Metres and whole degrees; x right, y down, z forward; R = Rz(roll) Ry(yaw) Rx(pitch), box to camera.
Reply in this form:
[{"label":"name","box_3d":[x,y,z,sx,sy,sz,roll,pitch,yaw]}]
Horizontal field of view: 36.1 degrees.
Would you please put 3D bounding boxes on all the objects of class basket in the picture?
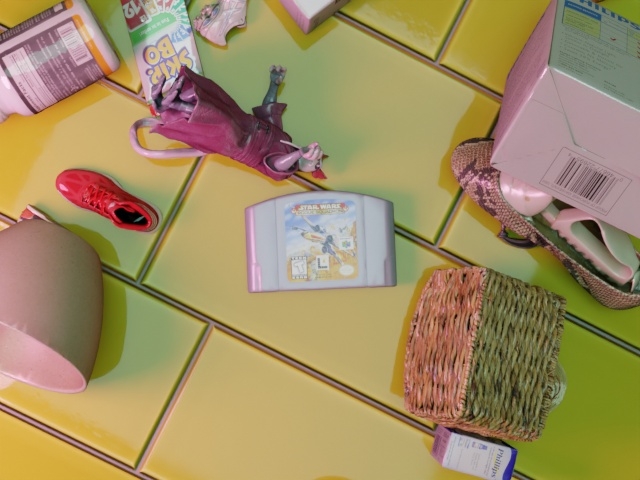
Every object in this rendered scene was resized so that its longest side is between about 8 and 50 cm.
[{"label":"basket","box_3d":[0.307,0.220,1.892,0.223,0.213,0.299,19,75,-29]}]

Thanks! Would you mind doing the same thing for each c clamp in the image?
[{"label":"c clamp","box_3d":[0.390,-0.062,1.985,0.137,0.022,0.160,-2,88,-8]}]

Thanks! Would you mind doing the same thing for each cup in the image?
[{"label":"cup","box_3d":[-0.532,0.102,1.811,0.331,0.331,0.237,24,63,-2]}]

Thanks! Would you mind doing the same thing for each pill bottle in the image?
[{"label":"pill bottle","box_3d":[-0.537,-0.336,1.869,0.278,0.162,0.162,-28,91,-2]}]

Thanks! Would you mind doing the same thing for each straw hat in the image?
[{"label":"straw hat","box_3d":[0.412,0.282,1.959,0.144,0.061,0.144,-2,96,-16]}]

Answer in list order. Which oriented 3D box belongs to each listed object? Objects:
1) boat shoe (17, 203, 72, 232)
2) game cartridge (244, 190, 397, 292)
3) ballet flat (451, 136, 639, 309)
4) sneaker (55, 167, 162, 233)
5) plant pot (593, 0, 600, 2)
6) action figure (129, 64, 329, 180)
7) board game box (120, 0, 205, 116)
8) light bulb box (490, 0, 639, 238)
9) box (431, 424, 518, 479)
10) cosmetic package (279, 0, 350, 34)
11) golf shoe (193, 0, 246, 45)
[{"label":"boat shoe","box_3d":[-0.528,-0.017,1.921,0.137,0.049,0.043,35,91,0]},{"label":"game cartridge","box_3d":[0.000,0.000,1.947,0.297,0.062,0.198,-3,94,-3]},{"label":"ballet flat","box_3d":[0.473,-0.047,1.892,0.483,0.182,0.164,40,76,-5]},{"label":"sneaker","box_3d":[-0.412,-0.082,1.887,0.221,0.128,0.087,21,88,-3]},{"label":"plant pot","box_3d":[0.571,-0.523,1.972,0.083,0.081,0.081,-44,92,9]},{"label":"action figure","box_3d":[-0.146,-0.183,1.873,0.370,0.248,0.276,26,123,-26]},{"label":"board game box","box_3d":[-0.309,-0.384,1.946,0.124,0.039,0.259,-15,93,-2]},{"label":"light bulb box","box_3d":[0.529,-0.235,1.801,0.358,0.361,0.225,26,128,-2]},{"label":"box","box_3d":[0.299,0.415,1.919,0.137,0.126,0.072,16,87,-3]},{"label":"cosmetic package","box_3d":[0.000,-0.524,1.903,0.184,0.151,0.151,-39,92,-2]},{"label":"golf shoe","box_3d":[-0.170,-0.466,1.948,0.086,0.069,0.176,40,90,-22]}]
